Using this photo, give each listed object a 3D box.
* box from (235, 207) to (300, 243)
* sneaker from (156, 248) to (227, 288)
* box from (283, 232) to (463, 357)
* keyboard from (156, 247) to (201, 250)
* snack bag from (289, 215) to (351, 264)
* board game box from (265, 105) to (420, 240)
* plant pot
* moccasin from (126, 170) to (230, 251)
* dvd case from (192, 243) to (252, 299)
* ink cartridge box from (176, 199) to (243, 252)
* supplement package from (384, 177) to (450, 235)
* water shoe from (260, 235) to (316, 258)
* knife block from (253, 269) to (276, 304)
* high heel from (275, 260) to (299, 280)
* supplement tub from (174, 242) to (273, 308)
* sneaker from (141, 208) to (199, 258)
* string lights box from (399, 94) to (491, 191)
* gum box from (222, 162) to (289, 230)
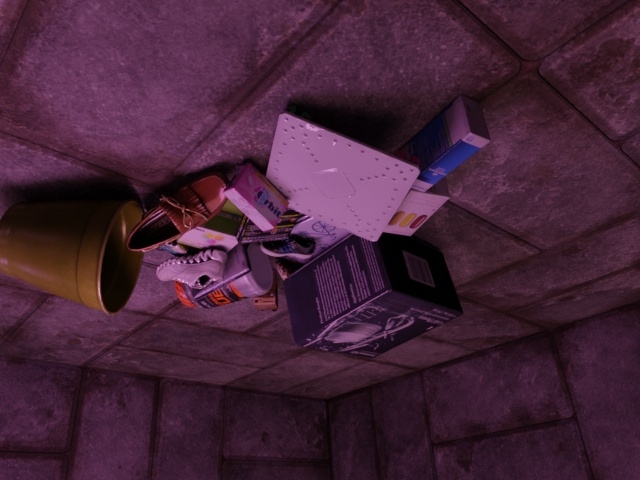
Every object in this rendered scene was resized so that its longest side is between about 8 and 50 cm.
[{"bbox_3d":[-0.168,-0.068,1.748,0.191,0.045,0.184,-6,140,-31],"label":"box"},{"bbox_3d":[-0.457,0.114,1.858,0.292,0.118,0.110,-13,162,25],"label":"sneaker"},{"bbox_3d":[0.199,0.214,2.046,0.472,0.297,0.480,-34,143,33],"label":"box"},{"bbox_3d":[-0.522,0.014,1.963,0.180,0.023,0.108,-1,151,-6],"label":"keyboard"},{"bbox_3d":[0.000,0.000,1.990,0.323,0.037,0.342,-24,145,33],"label":"snack bag"},{"bbox_3d":[0.043,-0.177,1.522,0.390,0.050,0.390,22,148,-1],"label":"board game box"},{"bbox_3d":[-0.783,0.022,1.656,0.353,0.366,0.366,10,150,-1],"label":"plant pot"},{"bbox_3d":[-0.434,-0.084,1.611,0.380,0.147,0.139,-26,102,14],"label":"moccasin"},{"bbox_3d":[-0.365,0.085,1.899,0.239,0.179,0.029,-27,147,13],"label":"dvd case"},{"bbox_3d":[-0.341,-0.065,1.767,0.189,0.097,0.255,17,146,-33],"label":"ink cartridge box"},{"bbox_3d":[0.278,-0.135,1.679,0.139,0.133,0.244,7,149,-19],"label":"supplement package"},{"bbox_3d":[-0.116,0.011,1.910,0.203,0.073,0.080,6,129,-23],"label":"water shoe"},{"bbox_3d":[-0.223,0.257,2.228,0.088,0.275,0.242,-3,121,-2],"label":"knife block"},{"bbox_3d":[-0.060,0.122,2.192,0.186,0.093,0.261,-34,132,6],"label":"high heel"},{"bbox_3d":[-0.369,0.140,2.020,0.338,0.207,0.207,-16,149,21],"label":"supplement tub"},{"bbox_3d":[-0.533,-0.006,1.834,0.110,0.107,0.275,-8,146,20],"label":"sneaker"},{"bbox_3d":[0.333,-0.261,1.459,0.077,0.133,0.260,13,148,-29],"label":"string lights box"},{"bbox_3d":[-0.194,-0.131,1.583,0.062,0.107,0.188,-13,131,46],"label":"gum box"}]
